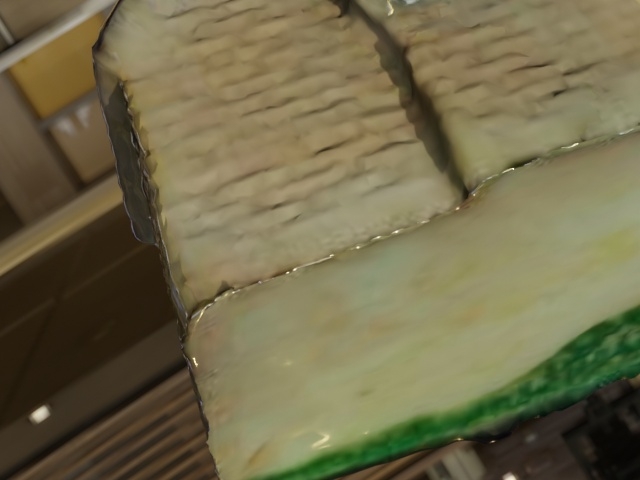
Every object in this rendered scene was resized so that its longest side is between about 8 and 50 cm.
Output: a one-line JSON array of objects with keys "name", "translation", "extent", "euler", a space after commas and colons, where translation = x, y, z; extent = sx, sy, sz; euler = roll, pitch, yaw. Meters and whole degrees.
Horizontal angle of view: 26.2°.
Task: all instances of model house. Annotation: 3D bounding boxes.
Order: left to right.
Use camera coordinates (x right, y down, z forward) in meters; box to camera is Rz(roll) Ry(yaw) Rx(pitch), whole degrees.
[{"name": "model house", "translation": [0.040, -0.061, 0.734], "extent": [0.299, 0.284, 0.243], "euler": [-18, 149, -9]}]
